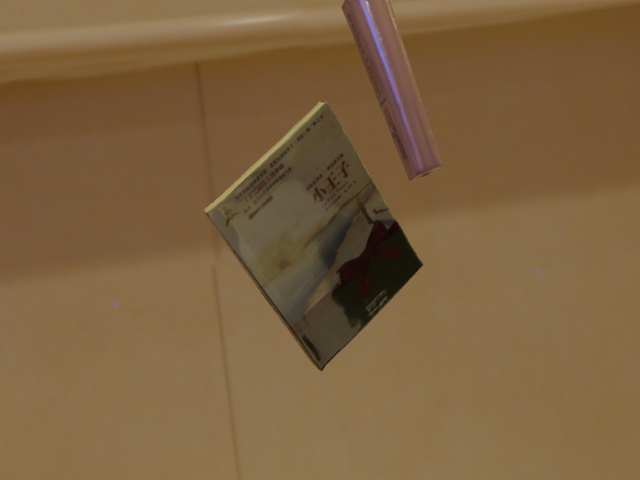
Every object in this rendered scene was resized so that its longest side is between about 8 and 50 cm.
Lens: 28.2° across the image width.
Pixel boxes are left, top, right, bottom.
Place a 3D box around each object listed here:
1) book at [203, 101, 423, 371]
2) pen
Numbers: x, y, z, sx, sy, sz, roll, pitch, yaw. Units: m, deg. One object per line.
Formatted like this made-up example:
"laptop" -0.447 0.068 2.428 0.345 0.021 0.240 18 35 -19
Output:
"book" 0.000 0.000 1.543 0.201 0.289 0.026 -44 37 -14
"pen" 0.048 -0.143 0.974 0.032 0.197 0.053 -18 -4 -7
